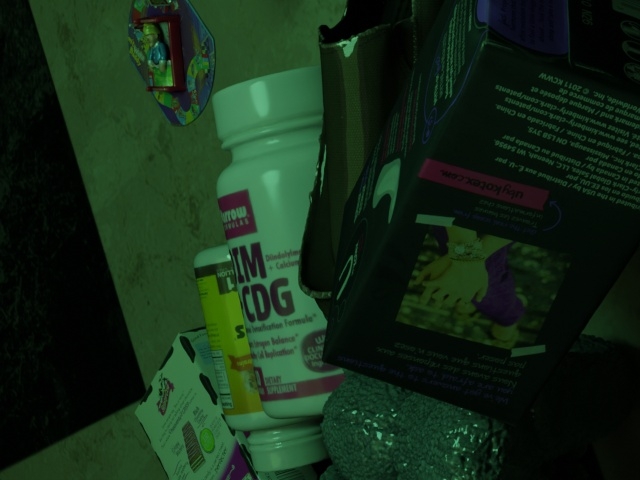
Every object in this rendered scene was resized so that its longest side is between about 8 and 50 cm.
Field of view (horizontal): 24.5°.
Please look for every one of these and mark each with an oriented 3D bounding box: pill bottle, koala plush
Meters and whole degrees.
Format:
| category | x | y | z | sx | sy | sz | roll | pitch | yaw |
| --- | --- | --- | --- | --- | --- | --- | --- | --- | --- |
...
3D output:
| category | x | y | z | sx | sy | sz | roll | pitch | yaw |
| --- | --- | --- | --- | --- | --- | --- | --- | --- | --- |
| pill bottle | 0.000 | 0.000 | 1.267 | 0.160 | 0.160 | 0.283 | -14 | 88 | 53 |
| koala plush | 0.087 | 0.147 | 1.099 | 0.221 | 0.203 | 0.196 | 8 | 85 | 40 |
| pill bottle | -0.044 | 0.104 | 1.390 | 0.117 | 0.117 | 0.215 | -12 | 90 | 54 |

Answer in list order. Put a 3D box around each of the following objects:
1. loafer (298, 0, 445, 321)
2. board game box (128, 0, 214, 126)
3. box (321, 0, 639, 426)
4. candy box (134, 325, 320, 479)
| category | x | y | z | sx | sy | sz | roll | pitch | yaw |
| --- | --- | --- | --- | --- | --- | --- | --- | --- | --- |
| loafer | 0.039 | -0.115 | 1.115 | 0.134 | 0.130 | 0.366 | 4 | 79 | 54 |
| board game box | -0.172 | -0.201 | 1.549 | 0.168 | 0.033 | 0.133 | 58 | 138 | 26 |
| box | 0.116 | -0.042 | 0.915 | 0.165 | 0.143 | 0.270 | -80 | 12 | -48 |
| candy box | -0.094 | 0.224 | 1.527 | 0.233 | 0.071 | 0.159 | 58 | 139 | 24 |
